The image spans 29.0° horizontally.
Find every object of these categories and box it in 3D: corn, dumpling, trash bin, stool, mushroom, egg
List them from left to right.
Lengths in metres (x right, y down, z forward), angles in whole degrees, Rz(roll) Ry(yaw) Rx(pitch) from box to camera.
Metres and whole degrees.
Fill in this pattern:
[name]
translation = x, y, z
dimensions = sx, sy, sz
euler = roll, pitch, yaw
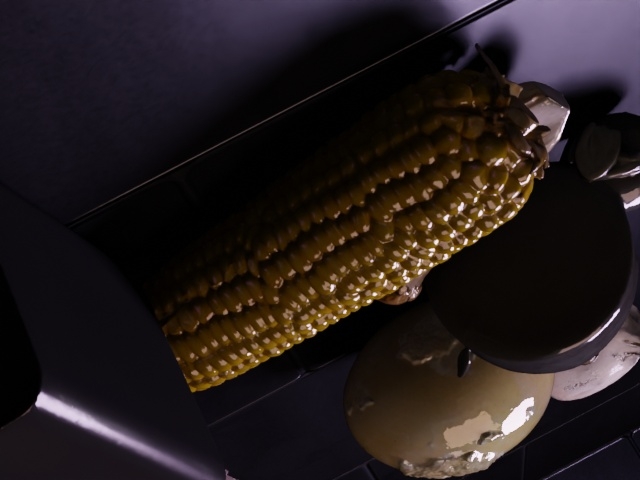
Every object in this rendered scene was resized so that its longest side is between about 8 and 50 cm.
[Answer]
[trash bin]
translation = -0.157, 0.066, 0.649
dimensions = 0.115, 0.165, 0.225
euler = -28, 156, 1
[corn]
translation = 0.000, 0.000, 0.770
dimensions = 0.305, 0.106, 0.106
euler = -32, 158, 17
[mushroom]
translation = 0.087, -0.037, 0.844
dimensions = 0.084, 0.071, 0.209
euler = 27, 125, -26
[egg]
translation = 0.117, 0.131, 1.129
dimensions = 0.201, 0.164, 0.164
euler = -22, 158, -16
[stool]
translation = 0.188, 0.015, 0.956
dimensions = 0.228, 0.153, 0.139
euler = -32, 158, 9
[dumpling]
translation = 0.295, 0.116, 1.384
dimensions = 0.199, 0.118, 0.136
euler = -7, -177, 23

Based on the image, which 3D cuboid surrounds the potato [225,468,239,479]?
[potato]
translation = -0.184, 0.303, 1.097
dimensions = 0.229, 0.229, 0.266
euler = -5, 159, -45
